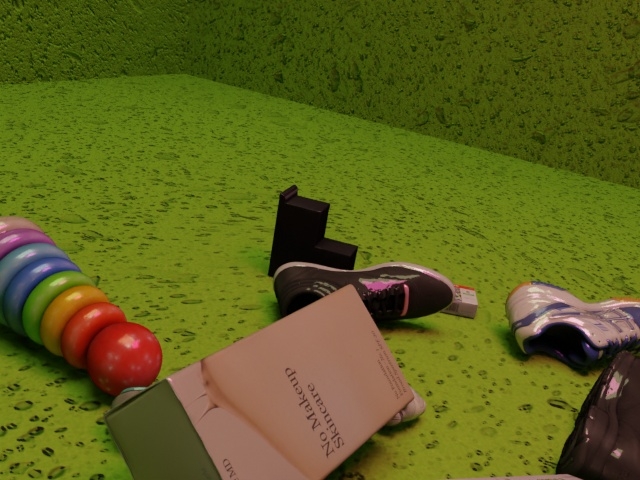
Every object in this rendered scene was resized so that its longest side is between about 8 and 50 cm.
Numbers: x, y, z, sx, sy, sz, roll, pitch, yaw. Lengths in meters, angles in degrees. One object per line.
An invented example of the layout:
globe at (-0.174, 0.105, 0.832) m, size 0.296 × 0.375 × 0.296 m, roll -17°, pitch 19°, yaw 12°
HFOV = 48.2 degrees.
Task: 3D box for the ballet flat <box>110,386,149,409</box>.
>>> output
ballet flat at (-0.129, 0.200, 0.817) m, size 0.213 × 0.072 × 0.068 m, roll 0°, pitch 50°, yaw -23°

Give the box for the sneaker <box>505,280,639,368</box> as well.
sneaker at (0.445, 0.161, 1.150) m, size 0.296 × 0.112 × 0.131 m, roll 9°, pitch 37°, yaw 1°

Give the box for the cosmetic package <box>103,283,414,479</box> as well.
cosmetic package at (-0.045, 0.172, 0.741) m, size 0.309 × 0.113 × 0.160 m, roll -22°, pitch 81°, yaw -55°

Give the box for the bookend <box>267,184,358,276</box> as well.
bookend at (0.000, 0.000, 1.260) m, size 0.156 × 0.157 × 0.072 m, roll 14°, pitch 21°, yaw 14°

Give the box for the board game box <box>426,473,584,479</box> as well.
board game box at (0.231, 0.260, 0.616) m, size 0.193 × 0.053 × 0.305 m, roll 9°, pitch -6°, yaw 45°

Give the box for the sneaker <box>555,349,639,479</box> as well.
sneaker at (0.390, 0.242, 0.901) m, size 0.130 × 0.109 × 0.286 m, roll 29°, pitch 33°, yaw 20°

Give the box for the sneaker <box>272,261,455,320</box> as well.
sneaker at (0.068, 0.103, 1.105) m, size 0.295 × 0.105 × 0.147 m, roll 3°, pitch 22°, yaw 0°

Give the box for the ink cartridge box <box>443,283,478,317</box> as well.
ink cartridge box at (0.247, 0.099, 1.291) m, size 0.062 × 0.029 × 0.115 m, roll 11°, pitch 20°, yaw 4°

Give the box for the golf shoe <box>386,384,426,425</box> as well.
golf shoe at (0.062, 0.189, 0.946) m, size 0.086 × 0.069 × 0.176 m, roll 18°, pitch 11°, yaw -47°

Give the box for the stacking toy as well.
stacking toy at (-0.332, 0.095, 0.920) m, size 0.330 × 0.141 × 0.141 m, roll 30°, pitch 28°, yaw 30°
